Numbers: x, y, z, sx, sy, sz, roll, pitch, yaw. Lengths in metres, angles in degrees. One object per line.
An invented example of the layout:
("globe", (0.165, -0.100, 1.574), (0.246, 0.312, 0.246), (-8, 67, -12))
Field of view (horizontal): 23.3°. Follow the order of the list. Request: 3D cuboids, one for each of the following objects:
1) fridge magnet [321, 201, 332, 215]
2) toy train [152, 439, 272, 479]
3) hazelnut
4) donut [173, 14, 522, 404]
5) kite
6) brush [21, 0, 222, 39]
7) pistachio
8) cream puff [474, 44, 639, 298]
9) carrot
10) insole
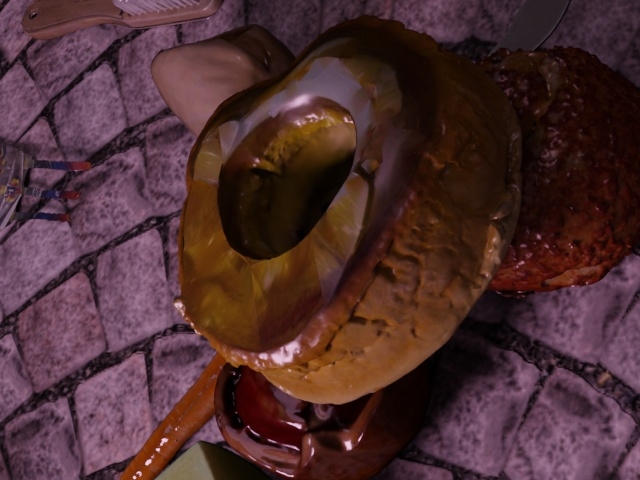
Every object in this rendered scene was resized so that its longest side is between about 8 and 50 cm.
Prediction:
("fridge magnet", (0.000, 0.000, 1.505), (0.208, 0.088, 0.208), (-26, 23, 12))
("toy train", (-0.157, 0.384, 1.447), (0.397, 0.160, 0.253), (-42, 44, 13))
("hazelnut", (0.010, 0.137, 1.423), (0.202, 0.160, 0.170), (-39, 51, 32))
("donut", (0.007, -0.035, 1.314), (0.330, 0.160, 0.330), (-24, 51, 34))
("kite", (-0.371, -0.062, 1.895), (0.245, 0.015, 0.141), (4, 73, 41))
("brush", (-0.256, -0.293, 1.887), (0.327, 0.065, 0.070), (-3, 71, 37))
("pistachio", (-0.090, -0.156, 1.651), (0.238, 0.138, 0.153), (41, 131, 42))
("cream puff", (0.186, -0.071, 1.393), (0.240, 0.164, 0.240), (-21, 53, 30))
("carrot", (-0.129, 0.172, 1.591), (0.248, 0.043, 0.043), (-50, 49, 11))
("insole", (0.197, -0.201, 1.541), (0.152, 0.002, 0.053), (-48, 50, 9))
